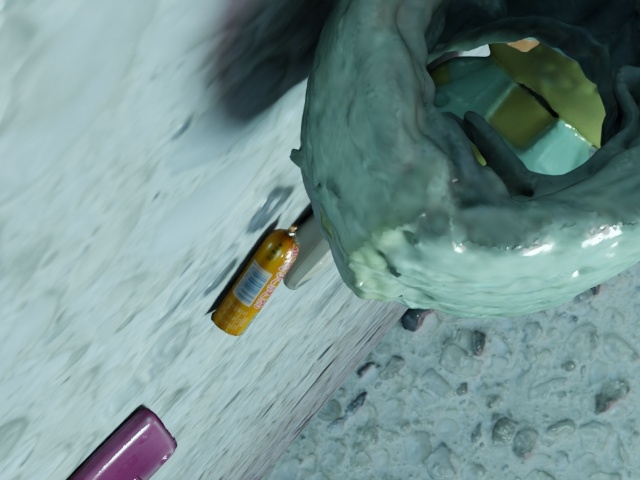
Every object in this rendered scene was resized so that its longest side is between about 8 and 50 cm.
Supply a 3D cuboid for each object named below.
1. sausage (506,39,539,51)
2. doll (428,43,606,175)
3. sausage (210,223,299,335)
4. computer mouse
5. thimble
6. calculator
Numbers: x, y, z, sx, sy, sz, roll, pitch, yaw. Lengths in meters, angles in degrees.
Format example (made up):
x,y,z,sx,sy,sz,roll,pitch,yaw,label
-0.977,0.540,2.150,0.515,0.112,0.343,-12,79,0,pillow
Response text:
x,y,z,sx,sy,sz,roll,pitch,yaw,label
0.203,-0.263,0.615,0.327,0.079,0.087,-52,159,11,sausage
0.179,-0.117,0.801,0.261,0.177,0.161,-47,172,13,doll
-0.046,0.029,0.777,0.107,0.031,0.031,-53,169,26,sausage
-0.001,-0.002,0.839,0.096,0.039,0.066,-44,172,18,computer mouse
0.097,-0.069,0.515,0.250,0.205,0.172,-46,174,-17,thimble
-0.181,0.213,0.896,0.126,0.034,0.190,-44,169,-15,calculator
